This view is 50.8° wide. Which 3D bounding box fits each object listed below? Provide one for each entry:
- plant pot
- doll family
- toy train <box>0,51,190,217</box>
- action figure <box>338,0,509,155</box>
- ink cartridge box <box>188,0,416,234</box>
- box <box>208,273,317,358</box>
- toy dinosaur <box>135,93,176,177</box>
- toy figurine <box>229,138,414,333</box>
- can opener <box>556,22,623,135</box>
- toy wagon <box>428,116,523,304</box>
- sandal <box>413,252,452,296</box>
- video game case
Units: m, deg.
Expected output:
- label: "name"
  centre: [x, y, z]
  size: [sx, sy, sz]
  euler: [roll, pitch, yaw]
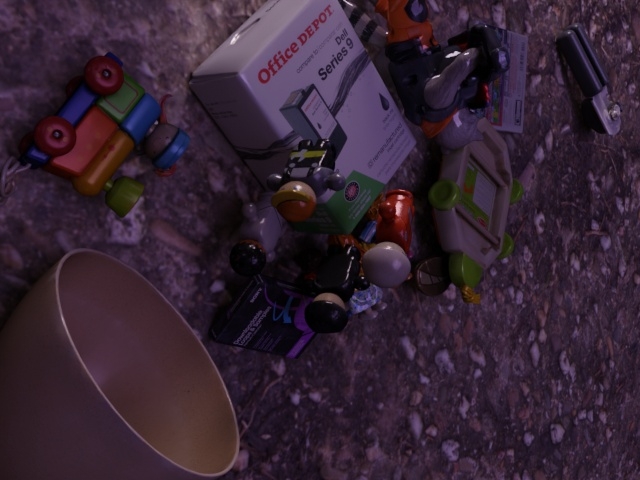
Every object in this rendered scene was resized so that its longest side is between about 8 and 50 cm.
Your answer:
- label: "plant pot"
  centre: [-0.249, 0.178, 0.728]
  size: [0.191, 0.284, 0.284]
  euler: [-36, 124, 7]
- label: "doll family"
  centre: [0.081, 0.015, 1.074]
  size: [0.263, 0.118, 0.163]
  euler: [-41, 119, -31]
- label: "toy train"
  centre: [-0.263, -0.073, 0.750]
  size: [0.143, 0.105, 0.248]
  euler: [40, 67, -24]
- label: "action figure"
  centre: [0.140, -0.282, 1.055]
  size: [0.179, 0.341, 0.330]
  euler: [-31, 92, -2]
- label: "ink cartridge box"
  centre: [-0.015, -0.181, 0.967]
  size: [0.211, 0.122, 0.289]
  euler: [-53, 126, -25]
- label: "box"
  centre: [-0.065, 0.113, 0.977]
  size: [0.162, 0.029, 0.116]
  euler: [20, 114, -40]
- label: "toy dinosaur"
  centre: [-0.201, -0.123, 0.842]
  size: [0.047, 0.090, 0.082]
  euler: [-14, 59, -50]
- label: "toy figurine"
  centre: [0.000, 0.000, 0.870]
  size: [0.210, 0.213, 0.148]
  euler: [34, 45, -16]
- label: "can opener"
  centre: [0.614, -0.359, 1.550]
  size: [0.074, 0.093, 0.280]
  euler: [-45, 113, -32]
- label: "toy wagon"
  centre: [0.282, -0.052, 1.250]
  size: [0.267, 0.068, 0.344]
  euler: [32, 67, -46]
- label: "sandal"
  centre: [0.212, 0.058, 1.250]
  size: [0.180, 0.049, 0.072]
  euler: [-20, 104, -54]
- label: "video game case"
  centre: [0.354, -0.322, 1.353]
  size: [0.183, 0.023, 0.201]
  euler: [-2, 96, -42]
